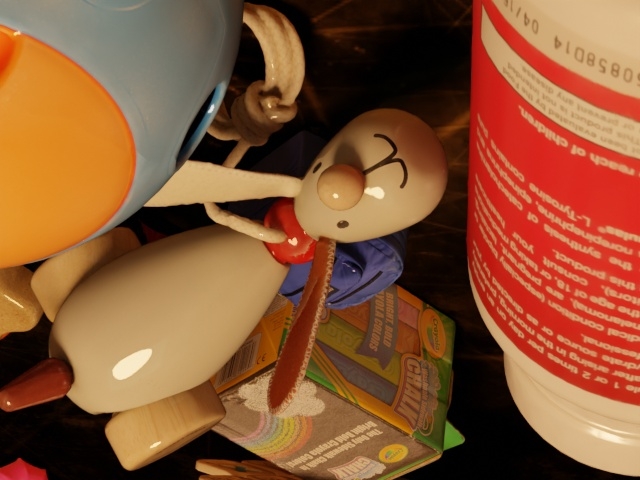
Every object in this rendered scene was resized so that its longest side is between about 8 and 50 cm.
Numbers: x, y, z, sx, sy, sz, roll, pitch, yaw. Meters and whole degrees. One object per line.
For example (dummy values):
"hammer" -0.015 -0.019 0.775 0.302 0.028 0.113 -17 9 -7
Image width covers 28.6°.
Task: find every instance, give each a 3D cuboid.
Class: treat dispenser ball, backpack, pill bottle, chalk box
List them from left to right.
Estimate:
"treat dispenser ball" -0.183 -0.127 0.636 0.288 0.288 0.288 8 142 6
"backpack" 0.000 0.000 0.901 0.120 0.101 0.098 33 138 -28
"chalk box" 0.022 0.113 1.015 0.213 0.132 0.132 33 137 -26
"pill bottle" 0.195 -0.044 0.689 0.229 0.229 0.407 5 141 9

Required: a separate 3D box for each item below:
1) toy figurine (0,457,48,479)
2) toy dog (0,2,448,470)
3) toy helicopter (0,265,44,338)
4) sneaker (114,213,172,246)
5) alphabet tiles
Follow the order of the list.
"toy figurine" -0.355 0.300 1.396 0.173 0.130 0.159 30 131 17
"toy dog" -0.087 0.029 0.785 0.220 0.161 0.333 41 121 16
"toy helicopter" -0.286 -0.023 0.902 0.235 0.140 0.355 38 130 -15
"sneaker" -0.162 0.013 0.996 0.161 0.057 0.075 32 133 -27
"alphabet tiles" 0.034 0.232 1.116 0.278 0.021 0.284 6 176 43
